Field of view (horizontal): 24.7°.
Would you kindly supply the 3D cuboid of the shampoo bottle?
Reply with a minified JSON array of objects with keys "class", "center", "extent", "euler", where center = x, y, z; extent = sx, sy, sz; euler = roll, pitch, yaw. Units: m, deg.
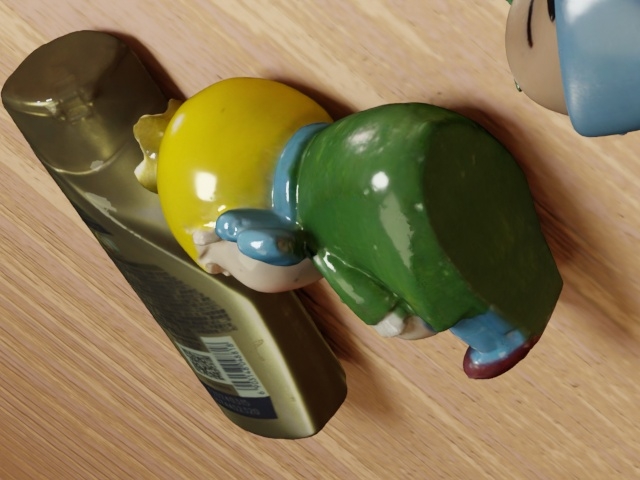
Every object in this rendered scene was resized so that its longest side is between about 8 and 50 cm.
[{"class":"shampoo bottle","center":[-0.093,0.005,1.003],"extent":[0.126,0.084,0.350],"euler":[11,146,39]}]

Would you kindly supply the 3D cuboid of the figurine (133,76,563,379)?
[{"class":"figurine","center":[0.008,-0.009,0.815],"extent":[0.234,0.127,0.185],"euler":[-3,144,41]}]

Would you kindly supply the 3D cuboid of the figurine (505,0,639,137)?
[{"class":"figurine","center":[0.128,-0.069,0.555],"extent":[0.144,0.114,0.178],"euler":[12,155,46]}]
